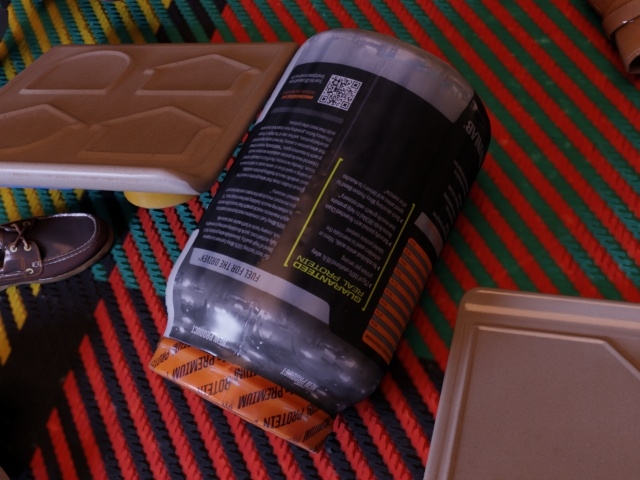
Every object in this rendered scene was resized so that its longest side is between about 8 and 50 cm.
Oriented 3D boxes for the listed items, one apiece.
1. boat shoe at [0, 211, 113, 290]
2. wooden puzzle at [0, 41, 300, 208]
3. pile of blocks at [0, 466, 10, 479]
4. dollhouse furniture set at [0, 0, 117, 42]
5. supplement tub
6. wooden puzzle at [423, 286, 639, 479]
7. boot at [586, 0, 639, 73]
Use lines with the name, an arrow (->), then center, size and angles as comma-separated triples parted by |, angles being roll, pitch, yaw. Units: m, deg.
boat shoe -> -0.342, 0.013, 0.822 | 0.207, 0.073, 0.073 | -18, 61, 6
wooden puzzle -> -0.213, -0.127, 0.782 | 0.322, 0.080, 0.347 | 4, 34, 15
pile of blocks -> -0.328, 0.280, 0.693 | 0.113, 0.149, 0.362 | -7, 66, -36
dollhouse furniture set -> -0.381, -0.261, 0.921 | 0.198, 0.286, 0.303 | 32, 104, 4
supplement tub -> 0.000, 0.000, 0.654 | 0.207, 0.207, 0.337 | 21, 73, 23
wooden puzzle -> 0.208, 0.151, 0.594 | 0.221, 0.044, 0.238 | 5, 50, 18
boot -> 0.409, -0.293, 0.726 | 0.284, 0.109, 0.220 | -12, 62, 12
